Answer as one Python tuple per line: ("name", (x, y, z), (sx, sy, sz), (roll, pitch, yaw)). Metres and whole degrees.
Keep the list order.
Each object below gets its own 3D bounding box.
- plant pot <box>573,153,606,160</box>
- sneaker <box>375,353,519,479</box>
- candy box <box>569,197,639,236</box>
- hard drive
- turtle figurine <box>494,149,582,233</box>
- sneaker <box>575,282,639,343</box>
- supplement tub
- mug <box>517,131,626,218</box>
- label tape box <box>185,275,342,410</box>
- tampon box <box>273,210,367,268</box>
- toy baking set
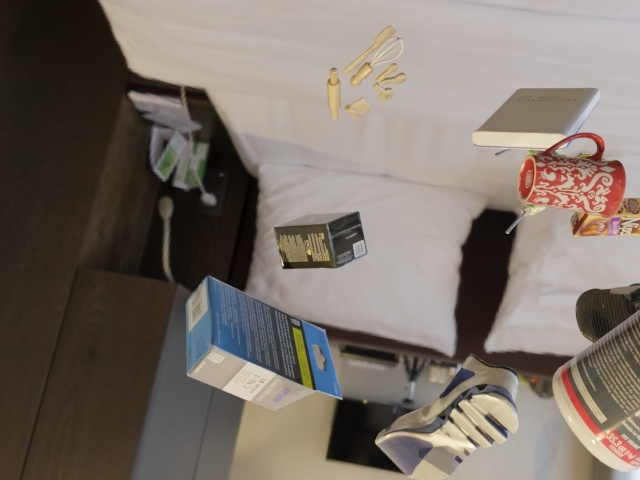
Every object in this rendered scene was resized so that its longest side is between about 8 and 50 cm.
("plant pot", (0.599, -0.138, 1.663), (0.083, 0.083, 0.079), (6, 138, 19))
("sneaker", (0.265, 0.323, 1.395), (0.127, 0.182, 0.315), (48, 129, -2))
("candy box", (0.706, -0.055, 1.764), (0.187, 0.053, 0.109), (-3, 154, -2))
("hard drive", (0.517, -0.293, 1.752), (0.210, 0.040, 0.319), (7, -149, 31))
("turtle figurine", (0.564, -0.179, 1.995), (0.275, 0.198, 0.266), (-32, 180, 11))
("sneaker", (0.642, 0.139, 1.443), (0.146, 0.122, 0.330), (-3, 172, -21))
("supplement tub", (0.515, 0.208, 1.132), (0.191, 0.191, 0.272), (21, 125, -37))
("mug", (0.467, -0.121, 1.401), (0.169, 0.150, 0.113), (6, 148, -6))
("label tape box", (-0.131, 0.245, 1.642), (0.334, 0.106, 0.240), (29, -155, -27))
("tampon box", (0.000, 0.000, 1.636), (0.161, 0.101, 0.120), (-2, -166, 42))
("toy baking set", (0.100, -0.369, 1.644), (0.197, 0.030, 0.256), (-27, 153, -7))
